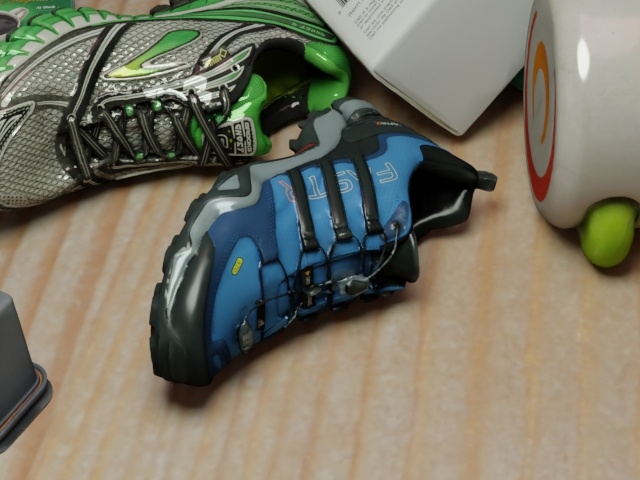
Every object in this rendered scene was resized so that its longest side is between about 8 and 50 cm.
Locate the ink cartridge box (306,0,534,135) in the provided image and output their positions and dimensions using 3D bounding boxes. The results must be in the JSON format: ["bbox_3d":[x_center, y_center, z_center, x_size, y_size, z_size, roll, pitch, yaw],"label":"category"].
[{"bbox_3d":[0.083,-0.257,1.337,0.211,0.121,0.289,-48,42,13],"label":"ink cartridge box"}]

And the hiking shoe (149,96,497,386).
[{"bbox_3d":[0.000,0.000,1.127,0.132,0.113,0.304,20,45,24],"label":"hiking shoe"}]

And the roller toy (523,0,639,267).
[{"bbox_3d":[0.231,-0.106,1.182,0.146,0.209,0.191,-1,34,-1],"label":"roller toy"}]

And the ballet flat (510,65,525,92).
[{"bbox_3d":[0.169,-0.213,1.397,0.096,0.095,0.280,-4,38,-27],"label":"ballet flat"}]

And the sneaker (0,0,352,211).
[{"bbox_3d":[-0.123,-0.111,1.246,0.343,0.134,0.146,-28,48,-29],"label":"sneaker"}]

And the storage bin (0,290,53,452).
[{"bbox_3d":[-0.248,0.064,1.074,0.135,0.091,0.098,19,44,21],"label":"storage bin"}]

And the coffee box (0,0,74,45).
[{"bbox_3d":[-0.260,-0.161,1.379,0.113,0.040,0.184,-6,41,-7],"label":"coffee box"}]
